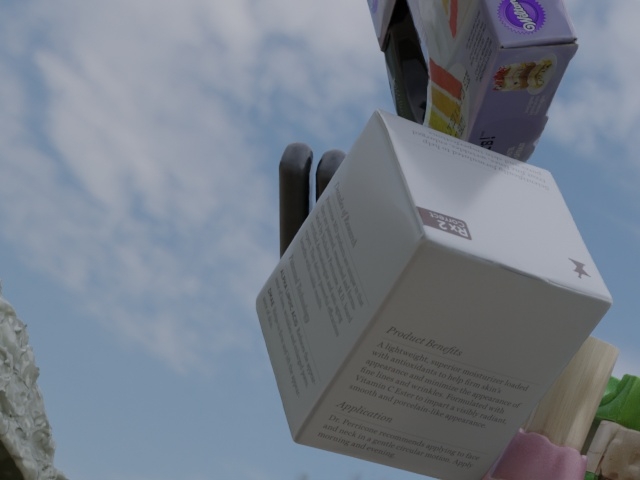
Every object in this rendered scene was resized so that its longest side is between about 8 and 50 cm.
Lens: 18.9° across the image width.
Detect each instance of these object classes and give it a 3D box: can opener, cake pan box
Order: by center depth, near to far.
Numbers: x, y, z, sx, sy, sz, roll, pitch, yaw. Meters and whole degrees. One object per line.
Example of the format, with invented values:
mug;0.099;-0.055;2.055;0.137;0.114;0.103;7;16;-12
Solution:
cake pan box;0.107;-0.174;1.487;0.070;0.246;0.267;-6;-27;-12
can opener;0.000;0.000;1.955;0.076;0.095;0.283;12;-43;11

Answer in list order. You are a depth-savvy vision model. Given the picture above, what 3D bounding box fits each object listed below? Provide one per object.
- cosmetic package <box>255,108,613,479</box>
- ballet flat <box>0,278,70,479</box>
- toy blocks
cosmetic package;0.071;0.041;1.307;0.151;0.183;0.151;18;31;-26
ballet flat;-0.224;0.201;1.241;0.147;0.147;0.409;17;-47;36
toy blocks;0.199;0.229;1.471;0.309;0.260;0.288;25;-8;-23
